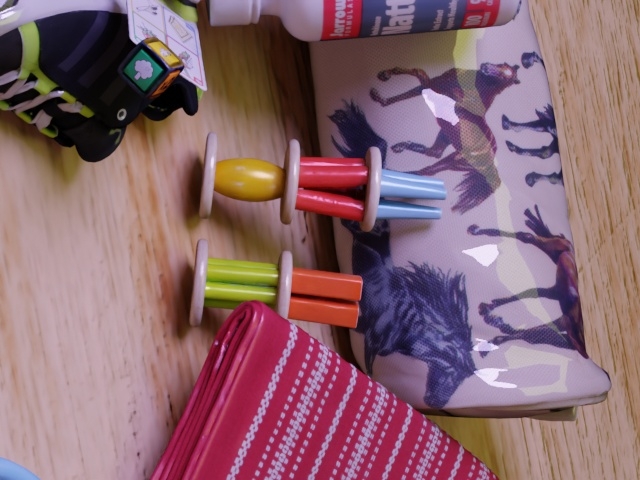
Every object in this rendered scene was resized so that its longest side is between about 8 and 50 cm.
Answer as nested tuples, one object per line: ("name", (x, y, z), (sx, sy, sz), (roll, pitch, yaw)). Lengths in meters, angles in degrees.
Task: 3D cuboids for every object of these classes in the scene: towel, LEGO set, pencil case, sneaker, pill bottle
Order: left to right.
("sneaker", (-0.132, -0.090, 0.996), (0.234, 0.084, 0.097), (-17, 96, -54))
("LEGO set", (-0.118, -0.165, 0.934), (0.182, 0.060, 0.244), (34, 22, -25))
("towel", (-0.002, 0.177, 1.102), (0.275, 0.031, 0.199), (38, 70, -42))
("pill bottle", (0.021, -0.172, 1.080), (0.108, 0.180, 0.108), (174, -90, -85))
("pencil case", (0.086, -0.072, 1.222), (0.183, 0.160, 0.410), (-6, 85, -47))

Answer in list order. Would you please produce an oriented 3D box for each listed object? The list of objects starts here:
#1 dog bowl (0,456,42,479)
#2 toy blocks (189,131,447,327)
("dog bowl", (-0.162, 0.235, 0.877), (0.166, 0.074, 0.297), (-26, 102, -53))
("toy blocks", (0.000, 0.000, 1.102), (0.054, 0.148, 0.123), (108, -14, -70))
